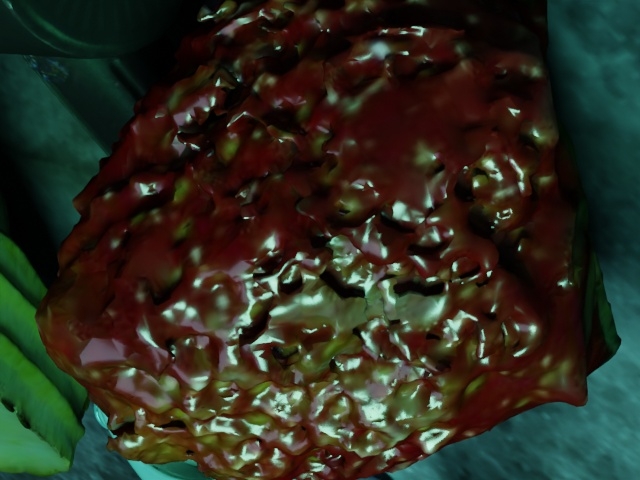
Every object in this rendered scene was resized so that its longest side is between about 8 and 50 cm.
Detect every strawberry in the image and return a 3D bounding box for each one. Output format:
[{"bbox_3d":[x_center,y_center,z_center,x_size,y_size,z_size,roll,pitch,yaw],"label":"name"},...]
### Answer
[{"bbox_3d":[0.000,0.000,0.680,0.184,0.201,0.187,62,167,11],"label":"strawberry"}]

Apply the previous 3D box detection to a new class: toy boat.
[{"bbox_3d":[-0.178,0.041,0.899,0.111,0.084,0.276,1,153,10],"label":"toy boat"}]

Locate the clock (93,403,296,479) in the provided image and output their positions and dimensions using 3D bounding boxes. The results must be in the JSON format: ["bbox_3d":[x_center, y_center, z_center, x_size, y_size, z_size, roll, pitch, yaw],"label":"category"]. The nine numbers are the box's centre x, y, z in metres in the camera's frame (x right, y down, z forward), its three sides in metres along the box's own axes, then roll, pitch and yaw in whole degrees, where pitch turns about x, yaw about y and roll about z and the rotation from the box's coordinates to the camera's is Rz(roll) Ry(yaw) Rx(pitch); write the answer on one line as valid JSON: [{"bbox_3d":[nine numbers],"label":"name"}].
[{"bbox_3d":[-0.061,0.062,0.936,0.147,0.045,0.108,47,126,8],"label":"clock"}]

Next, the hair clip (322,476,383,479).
[{"bbox_3d":[-0.033,0.196,1.062,0.137,0.090,0.278,32,149,5],"label":"hair clip"}]

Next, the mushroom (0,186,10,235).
[{"bbox_3d":[-0.208,0.015,1.034,0.100,0.081,0.312,36,153,12],"label":"mushroom"}]

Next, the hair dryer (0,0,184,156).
[{"bbox_3d":[-0.115,-0.069,0.814,0.244,0.116,0.302,9,145,44],"label":"hair dryer"}]
